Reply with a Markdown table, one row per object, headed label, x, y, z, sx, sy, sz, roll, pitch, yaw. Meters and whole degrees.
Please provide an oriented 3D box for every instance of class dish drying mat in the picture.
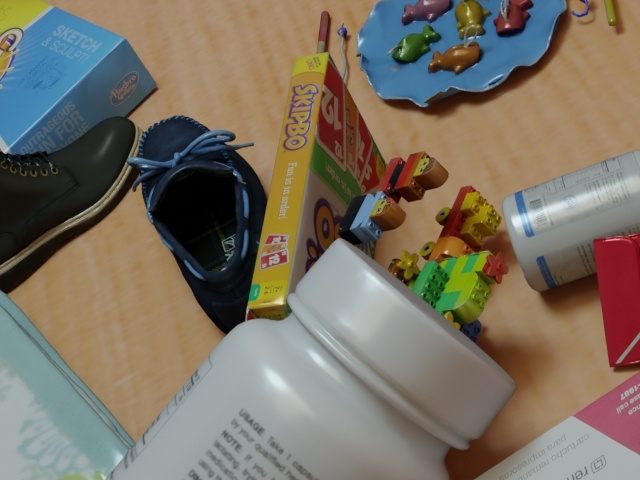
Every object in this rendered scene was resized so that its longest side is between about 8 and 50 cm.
| label | x | y | z | sx | sy | sz | roll | pitch | yaw |
| --- | --- | --- | --- | --- | --- | --- | --- | --- | --- |
| dish drying mat | 0.195 | 0.038 | 0.952 | 0.032 | 0.008 | 0.083 | -9 | 85 | 24 |

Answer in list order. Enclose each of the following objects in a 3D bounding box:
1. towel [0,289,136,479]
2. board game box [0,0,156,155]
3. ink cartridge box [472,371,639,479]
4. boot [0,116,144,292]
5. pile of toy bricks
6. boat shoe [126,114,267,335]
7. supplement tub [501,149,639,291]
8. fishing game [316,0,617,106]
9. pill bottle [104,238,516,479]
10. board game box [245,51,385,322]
| label | x | y | z | sx | sy | sz | roll | pitch | yaw |
| --- | --- | --- | --- | --- | --- | --- | --- | --- | --- |
| towel | -0.294 | 0.202 | 1.057 | 0.320 | 0.090 | 0.374 | -44 | 44 | -9 |
| board game box | -0.337 | -0.130 | 1.401 | 0.242 | 0.064 | 0.316 | -47 | 45 | -16 |
| ink cartridge box | 0.189 | 0.193 | 0.749 | 0.172 | 0.100 | 0.237 | -38 | 40 | 21 |
| boot | -0.243 | -0.063 | 1.232 | 0.077 | 0.137 | 0.198 | 24 | 64 | 41 |
| pile of toy bricks | 0.077 | 0.033 | 0.968 | 0.105 | 0.118 | 0.212 | -11 | 44 | 47 |
| boat shoe | -0.084 | -0.033 | 1.150 | 0.109 | 0.089 | 0.258 | -35 | 43 | -4 |
| supplement tub | 0.182 | -0.014 | 0.998 | 0.107 | 0.071 | 0.071 | -19 | 44 | 12 |
| fishing game | 0.109 | -0.182 | 1.219 | 0.264 | 0.041 | 0.189 | -12 | 43 | 20 |
| pill bottle | -0.028 | 0.148 | 0.851 | 0.283 | 0.160 | 0.160 | -50 | 44 | 4 |
| board game box | 0.000 | 0.000 | 1.047 | 0.039 | 0.124 | 0.259 | -7 | 48 | 23 |
